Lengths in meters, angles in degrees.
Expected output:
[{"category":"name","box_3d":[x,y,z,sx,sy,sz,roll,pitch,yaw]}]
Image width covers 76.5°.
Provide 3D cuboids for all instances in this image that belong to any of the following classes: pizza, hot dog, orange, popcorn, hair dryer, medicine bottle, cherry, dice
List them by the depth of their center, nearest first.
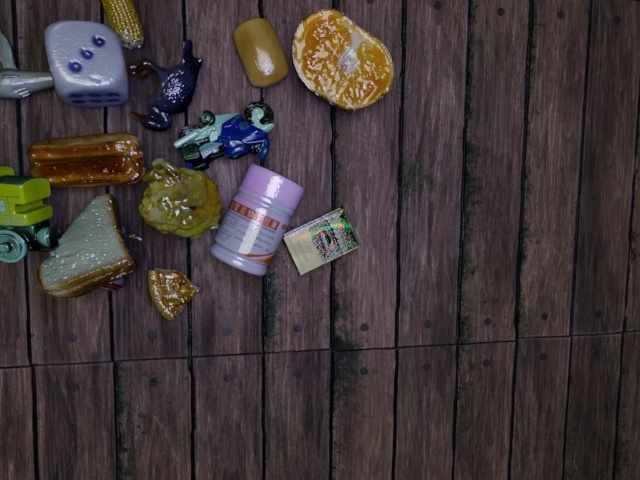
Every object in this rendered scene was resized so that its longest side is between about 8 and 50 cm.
[{"category":"dice","box_3d":[-0.674,-0.506,1.182,0.193,0.194,0.192,-9,95,-27]},{"category":"popcorn","box_3d":[-0.409,-0.123,1.210,0.233,0.192,0.266,-54,130,-25]},{"category":"hair dryer","box_3d":[-0.886,-0.528,1.234,0.218,0.088,0.225,6,78,-17]},{"category":"hot dog","box_3d":[-0.708,-0.242,1.247,0.348,0.117,0.158,-5,104,1]},{"category":"cherry","box_3d":[-0.526,-0.087,1.290,0.107,0.090,0.226,43,54,-50]},{"category":"orange","box_3d":[0.058,-0.566,1.296,0.310,0.274,0.274,18,92,-45]},{"category":"medicine bottle","box_3d":[-0.204,-0.066,1.311,0.202,0.202,0.316,24,90,-11]},{"category":"pizza","box_3d":[-0.484,0.174,1.355,0.161,0.062,0.182,-7,94,-15]}]

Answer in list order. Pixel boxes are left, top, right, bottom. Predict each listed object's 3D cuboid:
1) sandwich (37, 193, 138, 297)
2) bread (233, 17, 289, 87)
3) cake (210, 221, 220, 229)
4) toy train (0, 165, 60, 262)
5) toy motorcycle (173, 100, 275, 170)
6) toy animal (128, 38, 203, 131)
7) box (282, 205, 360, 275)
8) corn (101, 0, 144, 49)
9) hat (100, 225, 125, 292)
[{"category":"sandwich","box_3d":[-0.705,0.016,1.210,0.254,0.100,0.288,-22,64,-11]},{"category":"bread","box_3d":[-0.193,-0.615,1.324,0.147,0.098,0.217,-26,100,-10]},{"category":"cake","box_3d":[-0.375,-0.095,1.355,0.065,0.052,0.121,-12,95,-4]},{"category":"toy train","box_3d":[-0.982,-0.085,1.157,0.442,0.179,0.272,4,106,-3]},{"category":"toy motorcycle","box_3d":[-0.292,-0.319,1.299,0.331,0.125,0.196,-21,82,-4]},{"category":"toy animal","box_3d":[-0.480,-0.488,1.272,0.298,0.122,0.185,-43,96,3]},{"category":"box","box_3d":[0.000,0.000,1.418,0.240,0.071,0.159,-27,96,-7]},{"category":"corn","box_3d":[-0.620,-0.722,1.243,0.091,0.091,0.260,-13,99,33]},{"category":"hat","box_3d":[-0.685,0.055,1.302,0.140,0.129,0.227,6,74,16]}]
